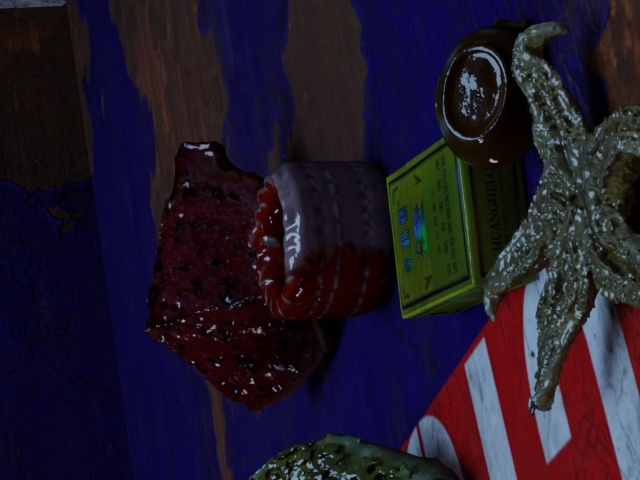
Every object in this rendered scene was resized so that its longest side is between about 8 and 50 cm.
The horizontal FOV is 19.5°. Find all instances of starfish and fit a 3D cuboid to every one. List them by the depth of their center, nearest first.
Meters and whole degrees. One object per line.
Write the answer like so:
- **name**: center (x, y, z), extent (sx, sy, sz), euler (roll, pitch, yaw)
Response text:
- **starfish**: center (0.199, -0.003, 1.398), extent (0.302, 0.060, 0.299), euler (108, 148, -43)

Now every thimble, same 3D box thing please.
- **thimble**: center (0.002, 0.001, 2.020), extent (0.189, 0.125, 0.163), euler (115, 148, -61)

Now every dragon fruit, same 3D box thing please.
- **dragon fruit**: center (-0.118, 0.012, 2.274), extent (0.302, 0.240, 0.330), euler (-44, 57, 47)

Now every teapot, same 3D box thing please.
- **teapot**: center (0.148, -0.122, 1.548), extent (0.098, 0.078, 0.129), euler (3, 87, 35)

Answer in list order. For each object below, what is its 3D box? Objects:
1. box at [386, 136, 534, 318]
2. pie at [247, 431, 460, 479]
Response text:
- **box**: center (0.122, -0.013, 1.681), extent (0.220, 0.064, 0.141), euler (146, 119, -71)
- **pie**: center (0.004, 0.347, 1.847), extent (0.371, 0.078, 0.296), euler (-53, 49, 16)
